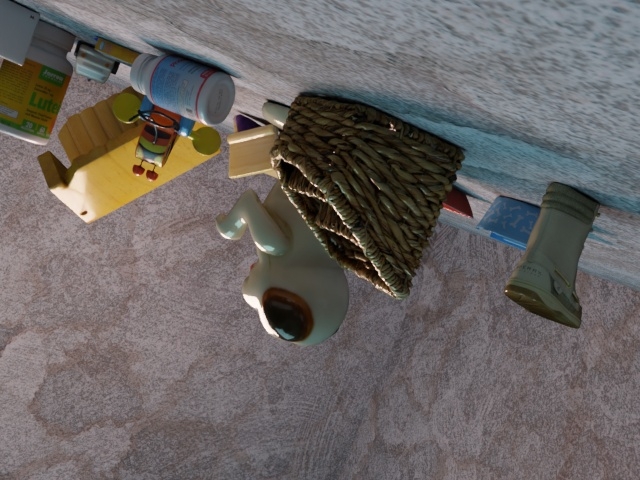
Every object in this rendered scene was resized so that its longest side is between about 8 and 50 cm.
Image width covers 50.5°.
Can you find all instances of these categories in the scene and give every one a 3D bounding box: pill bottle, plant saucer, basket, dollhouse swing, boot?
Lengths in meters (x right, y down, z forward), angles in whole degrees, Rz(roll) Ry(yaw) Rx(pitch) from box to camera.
[{"bbox_3d":[-0.224,-0.248,1.089,0.160,0.087,0.087,23,-176,21],"label":"pill bottle"},{"bbox_3d":[0.188,-0.132,1.496,0.259,0.048,0.258,25,-175,37],"label":"plant saucer"},{"bbox_3d":[0.024,-0.071,0.979,0.213,0.223,0.299,20,-175,-21],"label":"basket"},{"bbox_3d":[-0.454,-0.267,1.515,0.305,0.347,0.315,59,173,15],"label":"dollhouse swing"},{"bbox_3d":[0.328,0.025,0.918,0.077,0.165,0.213,17,174,37],"label":"boot"},{"bbox_3d":[-0.617,-0.342,1.458,0.136,0.246,0.136,21,-176,-1],"label":"pill bottle"}]

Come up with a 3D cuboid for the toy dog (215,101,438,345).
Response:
[{"bbox_3d":[0.000,0.000,1.304,0.395,0.408,0.284,23,-176,13],"label":"toy dog"}]

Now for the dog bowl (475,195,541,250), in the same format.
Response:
[{"bbox_3d":[0.410,-0.019,1.327,0.166,0.074,0.297,23,-177,26],"label":"dog bowl"}]

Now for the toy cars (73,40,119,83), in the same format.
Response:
[{"bbox_3d":[-0.618,-0.440,1.641,0.393,0.087,0.176,23,-176,29],"label":"toy cars"}]

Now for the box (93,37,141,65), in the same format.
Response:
[{"bbox_3d":[-0.373,-0.354,1.314,0.136,0.028,0.081,20,-176,-2],"label":"box"}]

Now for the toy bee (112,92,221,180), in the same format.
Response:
[{"bbox_3d":[-0.299,-0.202,1.234,0.195,0.162,0.298,32,-154,11],"label":"toy bee"}]

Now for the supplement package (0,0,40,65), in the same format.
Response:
[{"bbox_3d":[-0.636,-0.415,1.299,0.179,0.105,0.105,24,-176,41],"label":"supplement package"}]

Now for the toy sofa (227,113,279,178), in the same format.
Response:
[{"bbox_3d":[-0.079,-0.223,1.829,0.150,0.177,0.362,-5,167,32],"label":"toy sofa"}]
